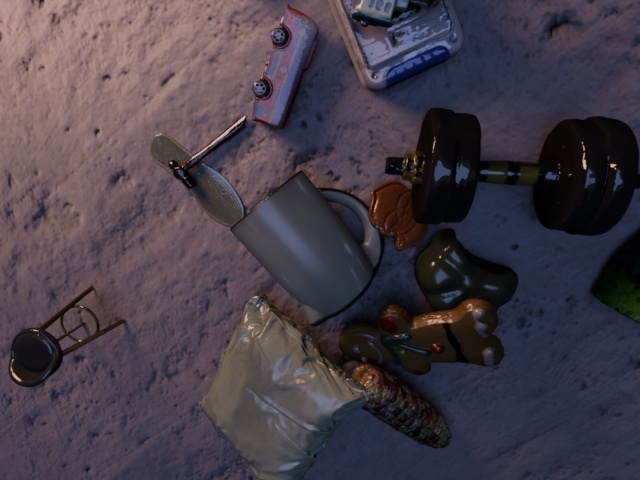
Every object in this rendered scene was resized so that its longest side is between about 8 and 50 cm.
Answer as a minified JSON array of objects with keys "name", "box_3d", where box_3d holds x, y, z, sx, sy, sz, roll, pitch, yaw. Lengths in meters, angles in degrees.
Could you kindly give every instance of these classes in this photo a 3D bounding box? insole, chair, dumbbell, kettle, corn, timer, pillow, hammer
[{"name":"insole","box_3d":[-0.236,-0.117,0.801,0.232,0.003,0.080,43,104,-5]},{"name":"chair","box_3d":[-0.487,0.172,0.790,0.104,0.221,0.095,-9,106,8]},{"name":"dumbbell","box_3d":[0.298,-0.107,0.655,0.389,0.185,0.185,4,104,4]},{"name":"kettle","box_3d":[0.000,0.000,0.737,0.221,0.161,0.236,-42,98,-17]},{"name":"corn","box_3d":[0.160,0.327,0.808,0.253,0.086,0.086,38,105,-20]},{"name":"timer","box_3d":[0.108,-0.388,0.661,0.178,0.078,0.253,-23,99,10]},{"name":"pillow","box_3d":[-0.087,0.303,0.791,0.283,0.138,0.309,36,108,21]},{"name":"hammer","box_3d":[-0.202,-0.170,0.776,0.178,0.021,0.065,-36,97,8]}]

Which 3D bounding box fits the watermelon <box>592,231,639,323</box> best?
[{"name":"watermelon","box_3d":[0.682,0.063,0.637,0.319,0.222,0.292,25,109,0]}]

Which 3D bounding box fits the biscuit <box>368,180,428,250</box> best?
[{"name":"biscuit","box_3d":[0.141,-0.046,0.747,0.102,0.019,0.130,-43,100,-16]}]

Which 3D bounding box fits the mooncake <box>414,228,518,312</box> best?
[{"name":"mooncake","box_3d":[0.259,0.064,0.742,0.175,0.104,0.168,1,98,3]}]

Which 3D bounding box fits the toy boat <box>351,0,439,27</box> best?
[{"name":"toy boat","box_3d":[0.078,-0.359,0.585,0.215,0.088,0.102,17,105,0]}]

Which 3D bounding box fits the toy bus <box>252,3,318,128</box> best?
[{"name":"toy bus","box_3d":[-0.064,-0.290,0.713,0.077,0.065,0.192,20,105,-10]}]

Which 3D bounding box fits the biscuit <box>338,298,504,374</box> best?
[{"name":"biscuit","box_3d":[0.172,0.189,0.756,0.302,0.049,0.196,-10,126,27]}]
